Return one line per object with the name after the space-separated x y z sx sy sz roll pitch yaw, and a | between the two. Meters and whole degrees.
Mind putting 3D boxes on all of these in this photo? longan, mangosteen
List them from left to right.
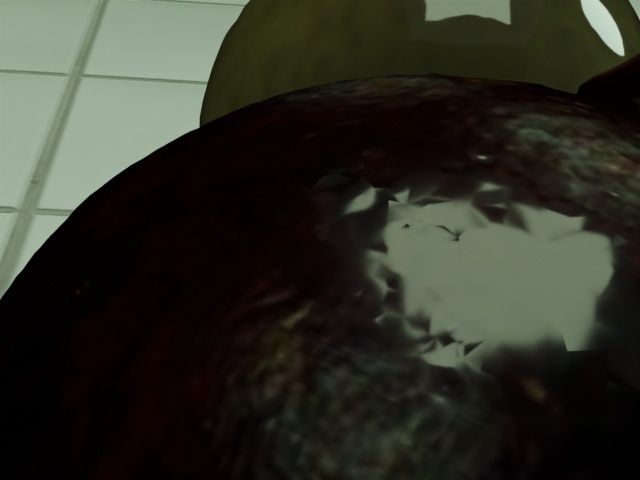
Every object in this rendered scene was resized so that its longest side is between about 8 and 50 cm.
0.071 -0.049 1.044 0.300 0.300 0.243 10 -9 18 | longan
0.054 0.079 0.504 0.307 0.307 0.347 18 46 38 | mangosteen
